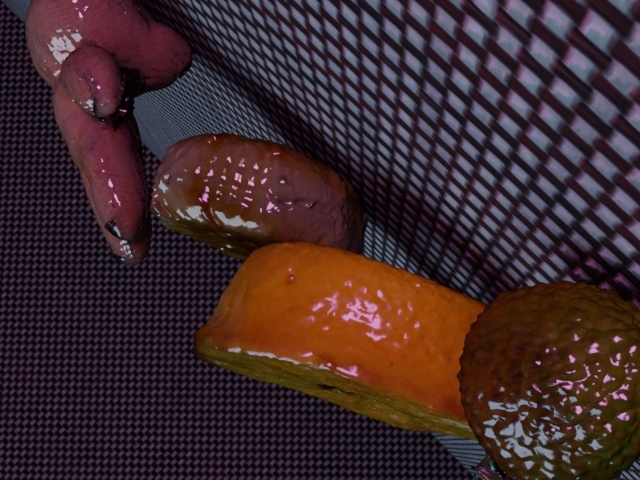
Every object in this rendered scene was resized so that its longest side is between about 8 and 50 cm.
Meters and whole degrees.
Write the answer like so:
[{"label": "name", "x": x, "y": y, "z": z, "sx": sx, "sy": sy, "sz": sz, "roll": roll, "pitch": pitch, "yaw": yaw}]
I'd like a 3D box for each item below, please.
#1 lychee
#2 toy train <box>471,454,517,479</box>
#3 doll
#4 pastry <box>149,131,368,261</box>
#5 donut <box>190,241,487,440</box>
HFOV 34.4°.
[{"label": "lychee", "x": 0.130, "y": 0.078, "z": 0.557, "sx": 0.114, "sy": 0.114, "sz": 0.146, "roll": 47, "pitch": 160, "yaw": -9}, {"label": "toy train", "x": 0.290, "y": 0.369, "z": 1.597, "sx": 0.099, "sy": 0.072, "sz": 0.188, "roll": 44, "pitch": 174, "yaw": 21}, {"label": "doll", "x": -0.187, "y": -0.130, "z": 1.013, "sx": 0.201, "sy": 0.156, "sz": 0.303, "roll": 119, "pitch": 134, "yaw": -63}, {"label": "pastry", "x": -0.053, "y": -0.032, "z": 0.958, "sx": 0.192, "sy": 0.093, "sz": 0.182, "roll": 12, "pitch": 165, "yaw": 18}, {"label": "donut", "x": 0.042, "y": 0.087, "z": 0.863, "sx": 0.302, "sy": 0.110, "sz": 0.303, "roll": 18, "pitch": 169, "yaw": 4}]
